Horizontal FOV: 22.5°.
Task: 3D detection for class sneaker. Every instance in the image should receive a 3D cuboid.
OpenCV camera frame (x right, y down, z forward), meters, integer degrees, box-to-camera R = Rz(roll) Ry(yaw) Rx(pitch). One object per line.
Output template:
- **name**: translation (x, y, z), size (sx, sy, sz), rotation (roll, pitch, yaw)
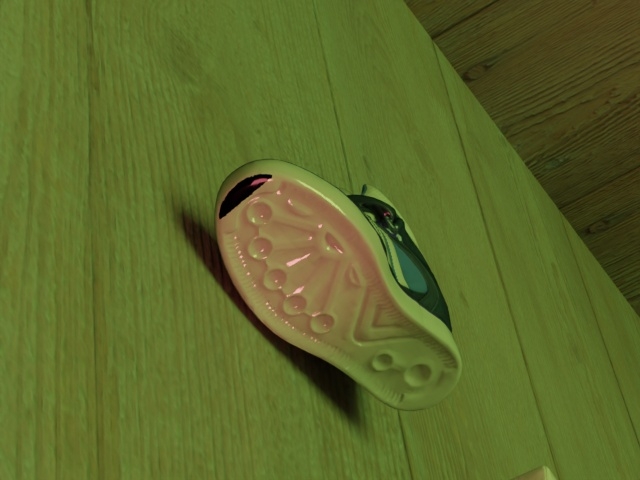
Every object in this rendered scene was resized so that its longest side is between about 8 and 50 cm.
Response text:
- **sneaker**: translation (0.001, 0.000, 1.498), size (0.323, 0.130, 0.236), rotation (45, 13, -32)

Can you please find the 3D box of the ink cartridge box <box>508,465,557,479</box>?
- **ink cartridge box**: translation (0.091, 0.281, 1.089), size (0.172, 0.237, 0.100), rotation (54, 21, -25)
